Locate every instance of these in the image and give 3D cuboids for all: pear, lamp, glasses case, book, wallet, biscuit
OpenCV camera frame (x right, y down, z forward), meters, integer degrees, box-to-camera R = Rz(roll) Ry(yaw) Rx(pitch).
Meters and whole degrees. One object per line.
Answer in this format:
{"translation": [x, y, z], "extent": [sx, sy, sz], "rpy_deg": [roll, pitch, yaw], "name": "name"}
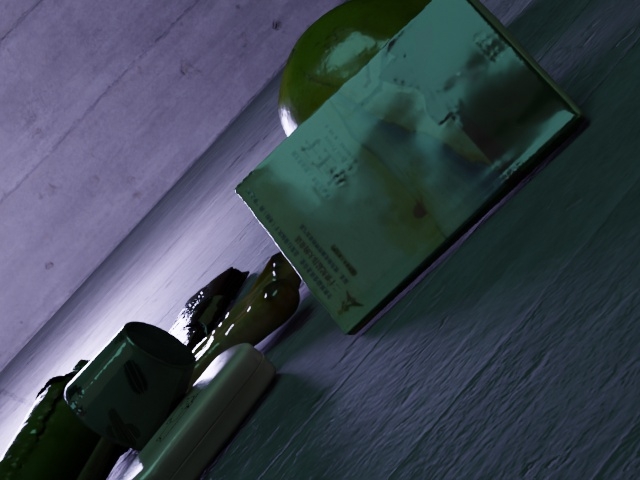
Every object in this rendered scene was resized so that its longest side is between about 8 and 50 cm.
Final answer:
{"translation": [0.066, -0.146, 1.557], "extent": [0.212, 0.212, 0.269], "rpy_deg": [-50, 20, -22], "name": "pear"}
{"translation": [-0.209, 0.189, 1.537], "extent": [0.215, 0.121, 0.121], "rpy_deg": [-61, 6, 17], "name": "lamp"}
{"translation": [-0.118, 0.181, 1.463], "extent": [0.196, 0.050, 0.083], "rpy_deg": [-52, 14, -30], "name": "glasses case"}
{"translation": [0.076, -0.077, 1.392], "extent": [0.289, 0.201, 0.026], "rpy_deg": [-44, -29, 11], "name": "book"}
{"translation": [-0.168, 0.118, 1.929], "extent": [0.122, 0.031, 0.232], "rpy_deg": [-41, 11, 32], "name": "wallet"}
{"translation": [-0.097, 0.108, 1.646], "extent": [0.208, 0.047, 0.164], "rpy_deg": [-46, 7, 11], "name": "biscuit"}

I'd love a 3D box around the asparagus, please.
{"translation": [-0.304, 0.276, 1.637], "extent": [0.108, 0.128, 0.382], "rpy_deg": [-3, 34, 24], "name": "asparagus"}
